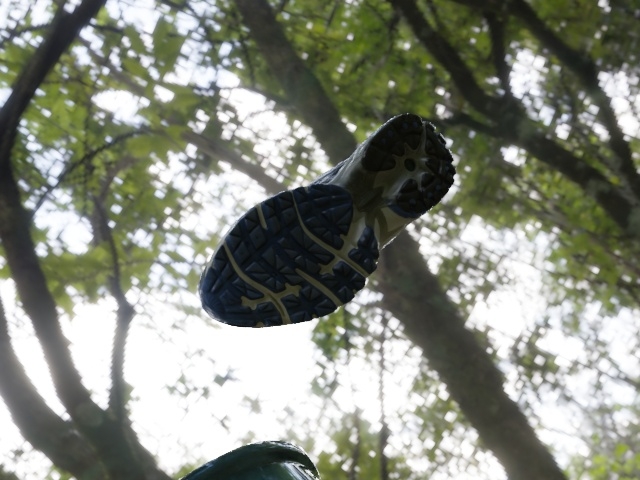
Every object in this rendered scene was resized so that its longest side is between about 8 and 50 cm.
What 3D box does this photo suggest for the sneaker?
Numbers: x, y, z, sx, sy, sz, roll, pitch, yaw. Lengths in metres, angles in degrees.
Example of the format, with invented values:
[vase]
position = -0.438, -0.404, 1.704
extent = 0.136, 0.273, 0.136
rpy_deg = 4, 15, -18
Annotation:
[sneaker]
position = 0.000, 0.000, 0.468
extent = 0.135, 0.058, 0.052
rpy_deg = -34, -90, -35

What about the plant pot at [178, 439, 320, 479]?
[plant pot]
position = 0.016, 0.359, 0.715
extent = 0.341, 0.334, 0.341
rpy_deg = -41, -33, -34
